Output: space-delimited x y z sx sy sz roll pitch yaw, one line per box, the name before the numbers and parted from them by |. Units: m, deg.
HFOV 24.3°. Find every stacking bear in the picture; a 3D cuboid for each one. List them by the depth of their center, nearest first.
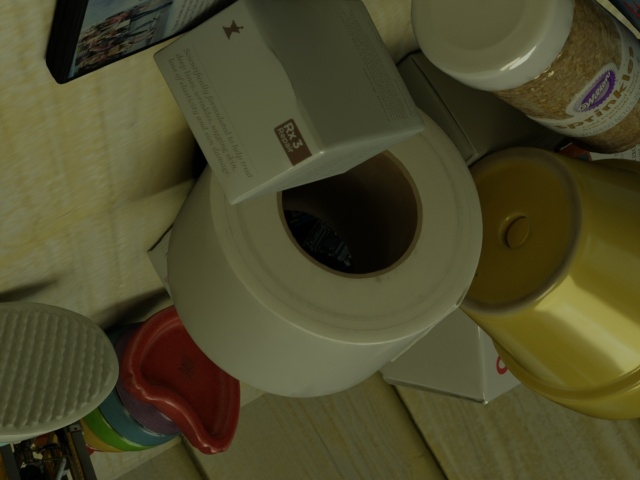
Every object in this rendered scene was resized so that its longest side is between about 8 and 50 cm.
stacking bear | -0.253 0.196 1.830 0.289 0.175 0.164 -25 -147 36

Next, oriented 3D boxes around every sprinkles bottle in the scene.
sprinkles bottle | 0.201 -0.162 1.287 0.121 0.121 0.355 -34 159 20

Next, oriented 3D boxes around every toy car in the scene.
toy car | 0.239 -0.068 1.575 0.122 0.040 0.060 -30 172 -8

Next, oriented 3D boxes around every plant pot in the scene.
plant pot | 0.241 0.025 1.428 0.254 0.254 0.239 -35 143 25

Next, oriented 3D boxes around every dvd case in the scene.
dvd case | -0.043 -0.184 0.900 0.253 0.022 0.180 -27 171 -23

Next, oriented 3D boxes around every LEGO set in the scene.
LEGO set | -0.386 0.326 1.675 0.331 0.192 0.255 -2 143 -34

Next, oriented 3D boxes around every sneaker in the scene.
sneaker | -0.367 0.152 1.371 0.366 0.135 0.150 -12 168 -38

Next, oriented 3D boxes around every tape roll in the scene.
tape roll | 0.000 0.000 1.315 0.246 0.246 0.169 -26 169 -26

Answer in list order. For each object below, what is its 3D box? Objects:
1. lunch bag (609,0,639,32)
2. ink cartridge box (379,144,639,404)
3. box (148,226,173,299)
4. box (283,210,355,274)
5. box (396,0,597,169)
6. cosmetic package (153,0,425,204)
lunch bag | 0.348 -0.185 1.278 0.138 0.293 0.221 -32 171 6
ink cartridge box | 0.242 -0.009 1.792 0.166 0.285 0.395 9 -157 43
box | -0.059 0.002 1.565 0.203 0.103 0.114 -24 169 -36
box | 0.003 -0.012 1.470 0.220 0.175 0.051 -24 169 -38
box | 0.183 -0.138 1.535 0.311 0.121 0.148 -22 167 -43
cosmetic package | -0.014 -0.103 1.049 0.085 0.117 0.231 -29 176 23
